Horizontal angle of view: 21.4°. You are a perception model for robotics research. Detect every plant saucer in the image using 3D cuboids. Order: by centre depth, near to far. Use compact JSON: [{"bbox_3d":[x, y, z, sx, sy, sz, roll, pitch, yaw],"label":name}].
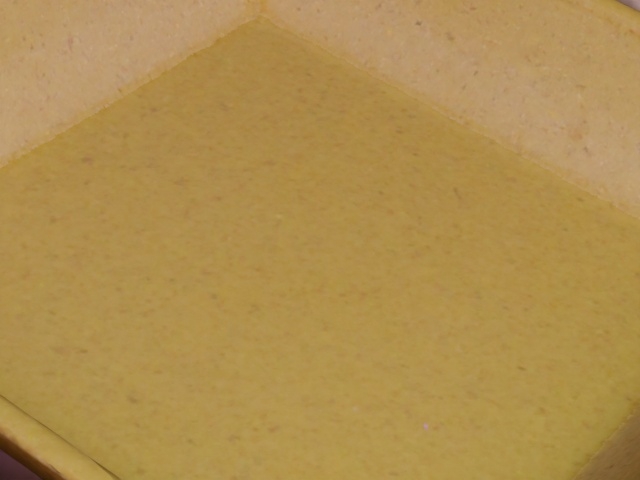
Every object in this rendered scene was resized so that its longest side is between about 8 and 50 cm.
[{"bbox_3d":[0.000,0.000,0.596,0.333,0.081,0.333,31,44,23],"label":"plant saucer"}]

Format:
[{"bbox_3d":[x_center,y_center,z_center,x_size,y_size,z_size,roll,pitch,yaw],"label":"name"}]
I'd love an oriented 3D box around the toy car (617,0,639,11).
[{"bbox_3d":[0.193,-0.181,0.745,0.136,0.159,0.182,-16,93,-51],"label":"toy car"}]
